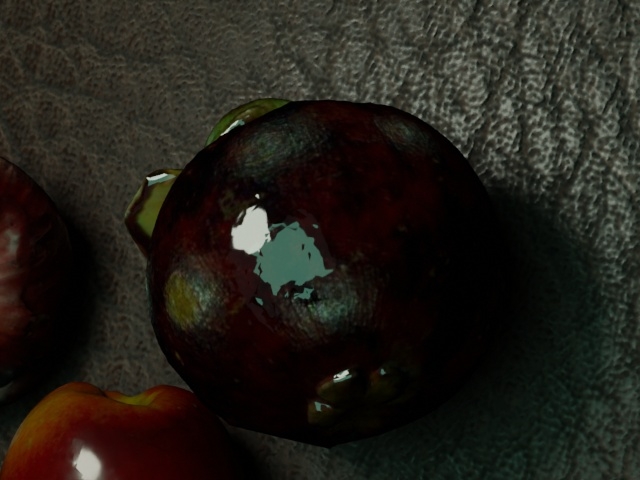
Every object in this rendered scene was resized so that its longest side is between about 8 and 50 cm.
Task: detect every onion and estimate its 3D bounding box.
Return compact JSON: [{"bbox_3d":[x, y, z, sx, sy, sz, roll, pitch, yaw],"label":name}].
[{"bbox_3d":[-0.342,0.022,1.751,0.272,0.195,0.272,5,118,10],"label":"onion"}]

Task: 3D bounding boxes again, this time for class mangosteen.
[{"bbox_3d":[0.002,0.018,1.530,0.311,0.311,0.311,-4,81,24],"label":"mangosteen"}]

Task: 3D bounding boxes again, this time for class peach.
[{"bbox_3d":[-0.173,0.236,1.615,0.243,0.199,0.244,-1,87,33],"label":"peach"}]
